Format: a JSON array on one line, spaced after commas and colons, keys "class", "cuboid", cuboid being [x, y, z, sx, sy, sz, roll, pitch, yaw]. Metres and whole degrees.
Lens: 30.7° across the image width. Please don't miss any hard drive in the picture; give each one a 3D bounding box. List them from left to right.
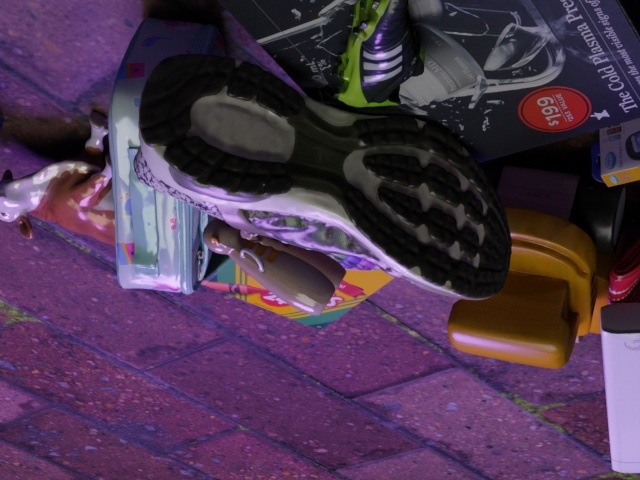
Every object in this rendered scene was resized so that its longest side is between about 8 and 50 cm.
[{"class": "hard drive", "cuboid": [0.481, 0.195, 1.478, 0.233, 0.047, 0.353, -3, 141, 14]}]

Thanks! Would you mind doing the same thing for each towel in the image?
[{"class": "towel", "cuboid": [0.430, 0.050, 1.477, 0.031, 0.199, 0.275, 37, 161, 30]}]

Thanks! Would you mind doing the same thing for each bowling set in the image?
[{"class": "bowling set", "cuboid": [-0.009, -0.042, 1.331, 0.154, 0.199, 0.287, 33, -177, 1]}]

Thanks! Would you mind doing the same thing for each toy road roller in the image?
[{"class": "toy road roller", "cuboid": [0.254, 0.064, 1.441, 0.203, 0.240, 0.329, 10, 151, 19]}]

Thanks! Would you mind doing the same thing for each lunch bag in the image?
[{"class": "lunch bag", "cuboid": [-0.163, -0.084, 1.290, 0.108, 0.224, 0.279, 3, 126, 2]}]

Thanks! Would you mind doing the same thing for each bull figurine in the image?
[{"class": "bull figurine", "cuboid": [-0.271, -0.055, 1.511, 0.310, 0.101, 0.188, 20, 139, -27]}]

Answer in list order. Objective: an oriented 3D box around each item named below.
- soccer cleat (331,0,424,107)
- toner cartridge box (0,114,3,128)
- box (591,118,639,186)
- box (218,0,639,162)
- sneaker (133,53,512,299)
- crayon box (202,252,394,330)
[{"class": "soccer cleat", "cuboid": [0.059, -0.172, 0.992, 0.072, 0.060, 0.179, 3, 154, -10]}, {"class": "toner cartridge box", "cuboid": [-0.474, -0.222, 1.322, 0.165, 0.075, 0.347, 9, 147, 0]}, {"class": "box", "cuboid": [0.370, -0.110, 1.322, 0.136, 0.081, 0.028, -13, 142, 27]}, {"class": "box", "cuboid": [0.122, -0.242, 1.081, 0.313, 0.178, 0.343, -14, 141, 32]}, {"class": "sneaker", "cuboid": [-0.002, -0.047, 1.143, 0.410, 0.158, 0.182, 24, 158, -18]}, {"class": "crayon box", "cuboid": [0.000, 0.000, 1.564, 0.202, 0.081, 0.318, 23, 143, -22]}]
